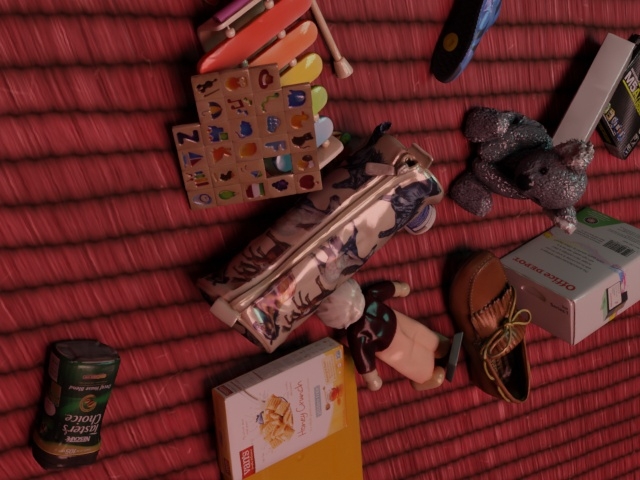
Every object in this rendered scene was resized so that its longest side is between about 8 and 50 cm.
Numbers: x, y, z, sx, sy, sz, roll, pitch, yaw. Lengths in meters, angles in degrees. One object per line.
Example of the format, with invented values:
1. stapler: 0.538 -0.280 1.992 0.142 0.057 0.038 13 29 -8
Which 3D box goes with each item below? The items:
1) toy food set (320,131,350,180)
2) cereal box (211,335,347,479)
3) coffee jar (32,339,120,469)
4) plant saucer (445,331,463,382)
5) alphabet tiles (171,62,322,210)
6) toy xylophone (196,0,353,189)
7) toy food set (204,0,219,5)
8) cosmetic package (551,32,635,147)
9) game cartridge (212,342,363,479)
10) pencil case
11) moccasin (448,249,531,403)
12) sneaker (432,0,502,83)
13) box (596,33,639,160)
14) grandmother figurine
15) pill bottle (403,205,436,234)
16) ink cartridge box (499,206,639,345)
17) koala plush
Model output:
1. toy food set: 0.017 -0.136 1.705 0.083 0.020 0.082 -29 128 -27
2. cereal box: -0.064 0.281 1.773 0.240 0.047 0.173 -22 123 -31
3. coffee jar: -0.354 0.240 1.530 0.096 0.079 0.184 1 111 -42
4. plant saucer: 0.254 0.224 2.030 0.192 0.018 0.067 79 24 -73
5. alphabet tiles: -0.105 -0.144 1.498 0.198 0.009 0.237 -9 135 -2
6. toy xylophone: -0.053 -0.246 1.541 0.236 0.081 0.322 -47 135 -13
7. toy food set: -0.125 -0.369 1.455 0.122 0.019 0.078 -52 135 -8
8. cosmetic package: 0.512 -0.265 2.016 0.239 0.060 0.099 -62 164 -3
9. game cartridge: -0.051 0.373 1.897 0.285 0.053 0.323 -24 123 -31
10. pencil case: 0.000 0.000 1.636 0.410 0.160 0.183 -41 163 -12
11. moccasin: 0.341 0.177 2.066 0.139 0.147 0.380 -32 130 -25
12. sneaker: 0.257 -0.355 1.769 0.082 0.069 0.209 12 103 -48
13. box: 0.626 -0.287 2.150 0.184 0.045 0.190 -50 136 -6
14. grandmother figurine: 0.104 0.163 1.887 0.342 0.104 0.208 38 49 -42
15. pill bottle: 0.142 -0.063 1.820 0.120 0.067 0.067 36 86 -46
16. ink cartridge box: 0.519 0.066 2.127 0.278 0.201 0.117 -28 128 -28
17. koala plush: 0.385 -0.125 1.894 0.203 0.221 0.196 -10 117 -39
